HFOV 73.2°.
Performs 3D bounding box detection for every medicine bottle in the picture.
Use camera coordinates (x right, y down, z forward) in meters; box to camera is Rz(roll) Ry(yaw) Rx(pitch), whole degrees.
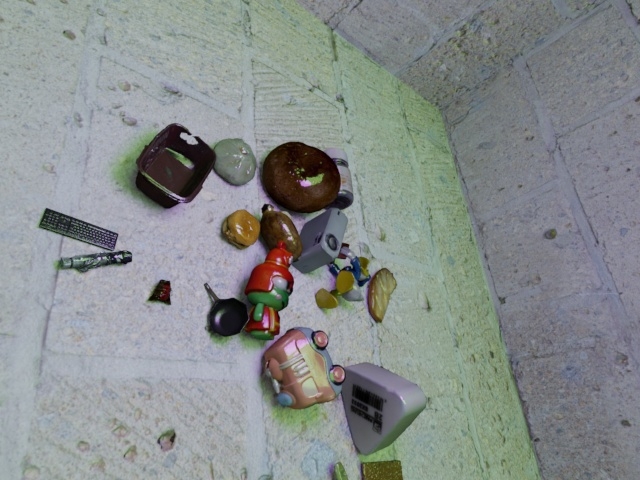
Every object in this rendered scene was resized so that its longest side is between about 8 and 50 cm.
[{"bbox_3d":[0.069,-0.296,2.086,0.165,0.165,0.273,18,56,-39],"label":"medicine bottle"}]

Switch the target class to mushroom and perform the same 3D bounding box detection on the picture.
[{"bbox_3d":[-0.083,-0.277,1.871,0.346,0.239,0.344,-1,57,2],"label":"mushroom"}]

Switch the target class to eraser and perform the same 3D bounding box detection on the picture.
[{"bbox_3d":[0.240,0.615,1.623,0.150,0.331,0.330,4,65,-45],"label":"eraser"}]

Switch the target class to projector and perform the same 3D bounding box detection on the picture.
[{"bbox_3d":[0.000,0.000,1.814,0.108,0.198,0.250,41,43,-22],"label":"projector"}]

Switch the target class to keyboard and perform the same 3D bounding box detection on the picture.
[{"bbox_3d":[-0.694,-0.029,1.248,0.202,0.011,0.067,26,50,-35],"label":"keyboard"}]

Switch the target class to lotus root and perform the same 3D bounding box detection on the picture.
[{"bbox_3d":[-0.161,-0.029,1.700,0.128,0.145,0.260,-34,98,-38],"label":"lotus root"}]

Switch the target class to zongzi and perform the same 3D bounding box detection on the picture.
[{"bbox_3d":[-0.483,0.169,1.336,0.073,0.067,0.083,46,60,-35],"label":"zongzi"}]

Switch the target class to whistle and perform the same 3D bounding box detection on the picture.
[{"bbox_3d":[0.096,0.885,1.486,0.105,0.085,0.227,5,64,-55],"label":"whistle"}]

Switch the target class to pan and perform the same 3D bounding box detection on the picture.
[{"bbox_3d":[-0.311,0.228,1.447,0.129,0.048,0.201,-12,62,-9],"label":"pan"}]

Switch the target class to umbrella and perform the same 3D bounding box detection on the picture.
[{"bbox_3d":[-0.635,0.057,1.231,0.188,0.046,0.050,-5,52,-47],"label":"umbrella"}]

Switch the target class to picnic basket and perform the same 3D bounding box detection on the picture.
[{"bbox_3d":[-0.509,-0.244,1.477,0.223,0.129,0.296,38,44,-23],"label":"picnic basket"}]

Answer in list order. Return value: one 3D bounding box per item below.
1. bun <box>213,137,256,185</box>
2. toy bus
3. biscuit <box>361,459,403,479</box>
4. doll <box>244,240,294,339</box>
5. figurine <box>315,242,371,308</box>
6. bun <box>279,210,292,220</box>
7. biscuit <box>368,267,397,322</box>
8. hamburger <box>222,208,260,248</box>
[{"bbox_3d":[-0.333,-0.320,1.718,0.196,0.118,0.195,26,52,-39],"label":"bun"},{"bbox_3d":[-0.070,0.451,1.492,0.232,0.194,0.287,-20,83,-42],"label":"toy bus"},{"bbox_3d":[0.242,0.922,1.663,0.231,0.025,0.130,21,53,-37],"label":"biscuit"},{"bbox_3d":[-0.181,0.169,1.537,0.182,0.160,0.362,56,45,-61],"label":"doll"},{"bbox_3d":[0.116,0.148,1.917,0.338,0.205,0.283,9,54,-57],"label":"figurine"},{"bbox_3d":[-0.161,-0.082,1.808,0.086,0.055,0.086,10,75,-39],"label":"bun"},{"bbox_3d":[0.292,0.250,2.094,0.154,0.045,0.299,50,42,-14],"label":"biscuit"},{"bbox_3d":[-0.296,-0.045,1.621,0.138,0.083,0.147,38,41,-25],"label":"hamburger"}]
